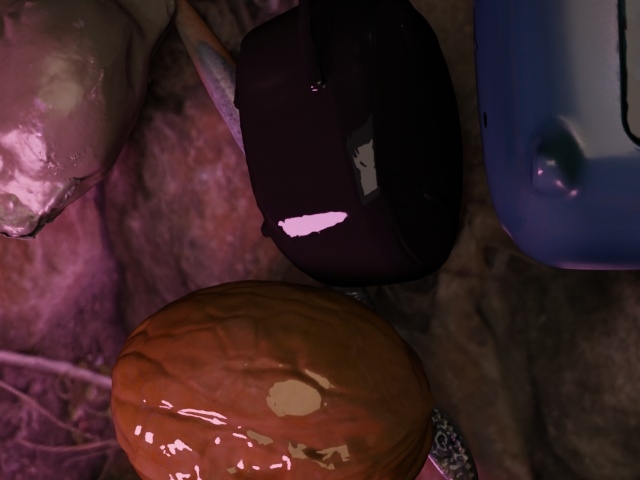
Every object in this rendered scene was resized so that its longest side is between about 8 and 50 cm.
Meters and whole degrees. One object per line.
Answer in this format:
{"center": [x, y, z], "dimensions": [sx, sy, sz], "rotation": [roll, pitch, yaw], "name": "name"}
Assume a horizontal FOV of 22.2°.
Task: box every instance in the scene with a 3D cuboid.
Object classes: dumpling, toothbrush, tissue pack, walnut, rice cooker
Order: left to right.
{"center": [-0.177, -0.101, 1.044], "dimensions": [0.136, 0.118, 0.199], "rotation": [33, 74, 8], "name": "dumpling"}
{"center": [-0.029, 0.101, 0.990], "dimensions": [0.207, 0.159, 0.159], "rotation": [-2, 89, 24], "name": "walnut"}
{"center": [0.000, 0.000, 1.056], "dimensions": [0.028, 0.037, 0.375], "rotation": [-32, 82, 3], "name": "toothbrush"}
{"center": [0.019, -0.069, 0.993], "dimensions": [0.118, 0.142, 0.203], "rotation": [-18, 65, 24], "name": "rice cooker"}
{"center": [0.187, -0.126, 0.939], "dimensions": [0.198, 0.206, 0.287], "rotation": [0, 90, 13], "name": "tissue pack"}
